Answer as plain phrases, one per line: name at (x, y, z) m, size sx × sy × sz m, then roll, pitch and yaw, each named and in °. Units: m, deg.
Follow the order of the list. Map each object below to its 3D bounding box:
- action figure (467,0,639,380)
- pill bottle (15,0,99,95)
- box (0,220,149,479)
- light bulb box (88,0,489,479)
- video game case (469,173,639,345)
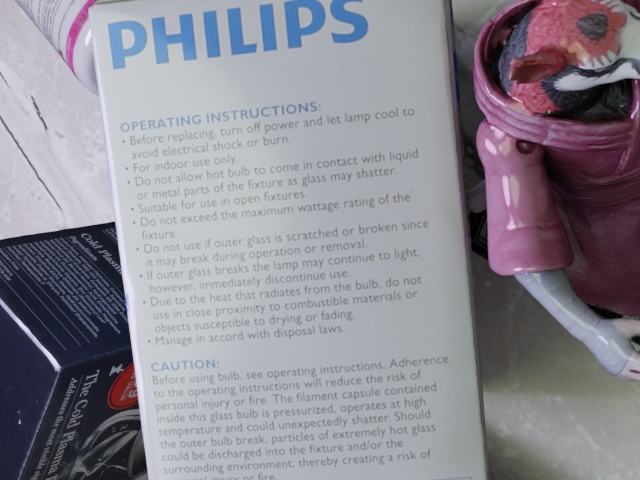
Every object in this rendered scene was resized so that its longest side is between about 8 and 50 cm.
action figure at (0.182, -0.083, 0.599) m, size 0.248 × 0.370 × 0.276 m, roll -49°, pitch 54°, yaw 8°
pill bottle at (-0.262, -0.301, 1.063) m, size 0.283 × 0.160 × 0.160 m, roll 49°, pitch 123°, yaw 20°
box at (-0.245, 0.164, 1.043) m, size 0.179 × 0.312 × 0.343 m, roll 41°, pitch 121°, yaw 24°
light bulb box at (0.000, 0.000, 0.766) m, size 0.225 × 0.358 × 0.361 m, roll -6°, pitch 96°, yaw 6°
video game case at (0.268, -0.046, 0.786) m, size 0.275 × 0.035 × 0.248 m, roll 32°, pitch 117°, yaw 30°
